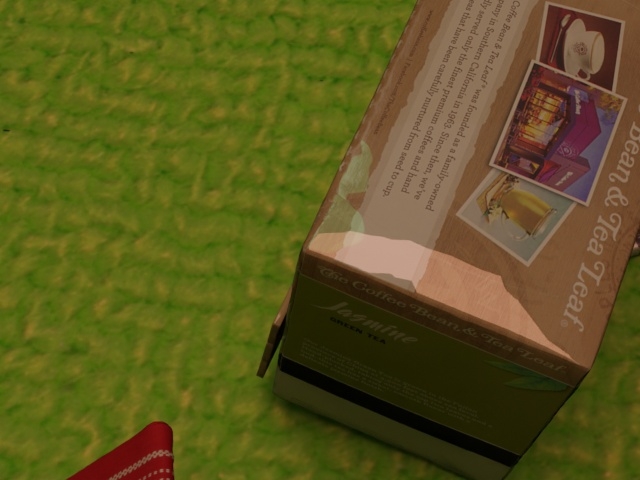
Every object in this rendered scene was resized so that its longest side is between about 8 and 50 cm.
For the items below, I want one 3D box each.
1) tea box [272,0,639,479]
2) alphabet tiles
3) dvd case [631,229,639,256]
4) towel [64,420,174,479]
[{"bbox_3d":[0.130,-0.021,1.139,0.220,0.323,0.329,23,64,4],"label":"tea box"},{"bbox_3d":[0.000,0.000,1.230,0.009,0.198,0.237,25,62,3],"label":"alphabet tiles"},{"bbox_3d":[0.357,-0.079,1.369,0.221,0.018,0.164,-16,59,-7],"label":"dvd case"},{"bbox_3d":[-0.177,0.288,1.069,0.199,0.031,0.274,-34,42,24],"label":"towel"}]
